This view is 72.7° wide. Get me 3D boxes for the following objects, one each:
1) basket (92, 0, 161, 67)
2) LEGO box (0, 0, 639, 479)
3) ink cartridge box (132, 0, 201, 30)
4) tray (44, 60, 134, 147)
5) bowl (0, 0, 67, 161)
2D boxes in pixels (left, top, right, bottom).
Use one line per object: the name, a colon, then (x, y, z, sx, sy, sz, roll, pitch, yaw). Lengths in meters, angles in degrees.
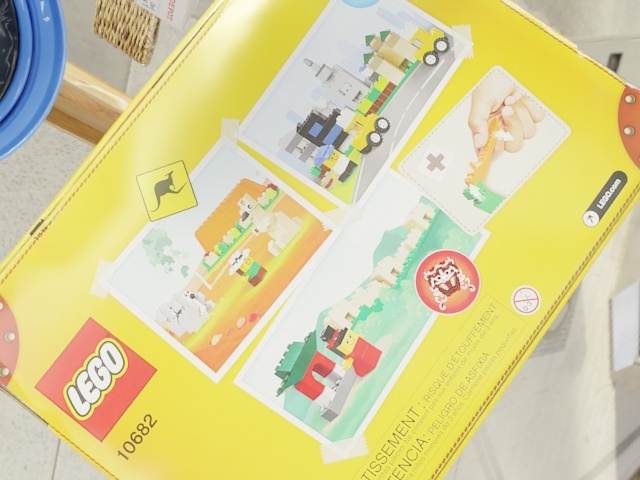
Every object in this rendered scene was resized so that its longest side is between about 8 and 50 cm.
basket: (-0.550, -0.743, 1.388, 0.299, 0.223, 0.213, -59, 175, 34)
LEGO box: (0.000, 0.000, 0.426, 0.373, 0.193, 0.500, 37, 86, 3)
ink cartridge box: (-0.281, -0.450, 0.657, 0.220, 0.160, 0.092, 27, 73, -18)
tray: (-0.608, -0.344, 1.230, 0.411, 0.203, 0.076, 27, 50, -25)
bowl: (-0.489, -0.255, 0.473, 0.391, 0.077, 0.390, -43, 143, -45)
